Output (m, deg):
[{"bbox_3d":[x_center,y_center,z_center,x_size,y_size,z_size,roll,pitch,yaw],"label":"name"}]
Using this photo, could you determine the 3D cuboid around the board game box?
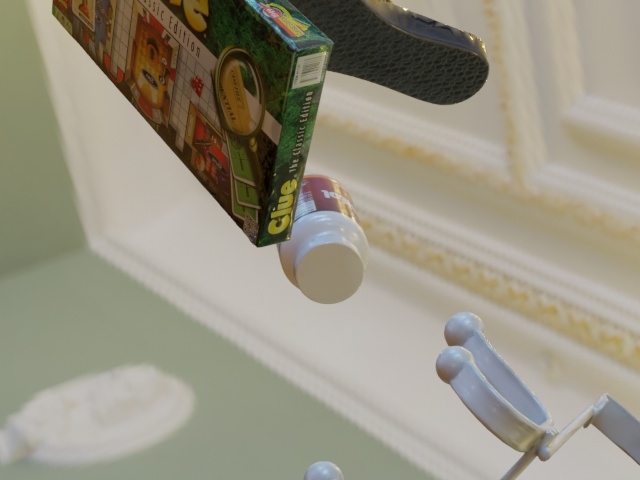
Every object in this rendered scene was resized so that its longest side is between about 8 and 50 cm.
[{"bbox_3d":[-0.084,-0.125,1.029,0.260,0.030,0.136,47,-43,37],"label":"board game box"}]

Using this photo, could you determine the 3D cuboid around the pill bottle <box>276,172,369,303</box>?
[{"bbox_3d":[0.000,0.000,1.683,0.152,0.086,0.086,-107,-172,-64],"label":"pill bottle"}]

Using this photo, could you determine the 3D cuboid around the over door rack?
[{"bbox_3d":[0.046,0.161,0.944,0.108,0.239,0.324,46,9,21],"label":"over door rack"}]

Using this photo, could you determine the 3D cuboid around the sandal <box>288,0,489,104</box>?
[{"bbox_3d":[0.029,-0.185,1.491,0.097,0.254,0.054,-40,-139,36],"label":"sandal"}]
